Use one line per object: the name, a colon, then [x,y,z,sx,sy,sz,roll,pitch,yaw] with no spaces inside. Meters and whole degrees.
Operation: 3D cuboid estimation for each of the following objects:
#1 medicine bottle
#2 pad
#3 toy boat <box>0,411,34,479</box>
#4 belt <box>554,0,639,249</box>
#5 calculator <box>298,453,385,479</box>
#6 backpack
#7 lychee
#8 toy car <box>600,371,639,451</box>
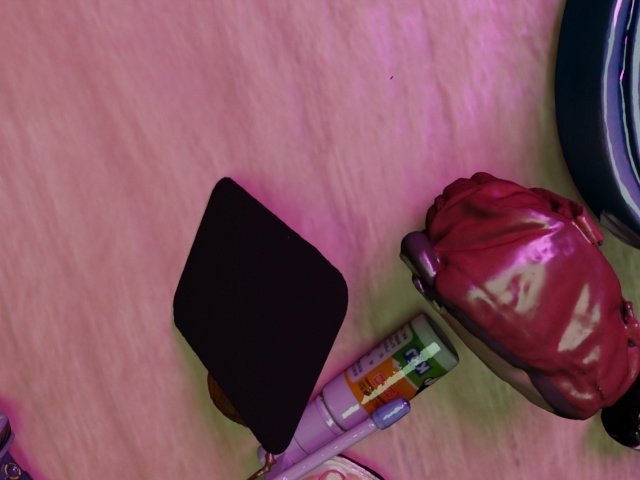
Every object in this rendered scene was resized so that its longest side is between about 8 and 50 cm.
medicine bottle: [0.033,0.164,0.757,0.221,0.092,0.061,-38,106,11]
pad: [-0.015,-0.010,0.684,0.055,0.250,0.323,34,95,-40]
toy boat: [-0.392,0.212,0.792,0.296,0.114,0.122,37,110,-2]
belt: [0.362,-0.178,0.621,0.300,0.173,0.436,12,102,0]
calculator: [0.050,0.363,0.822,0.330,0.048,0.220,43,103,-2]
backpack: [0.167,0.032,0.660,0.139,0.229,0.229,-43,95,9]
lychee: [-0.054,0.144,0.755,0.114,0.101,0.140,-40,77,44]
toy car: [0.363,0.127,0.725,0.108,0.089,0.209,41,98,-9]
